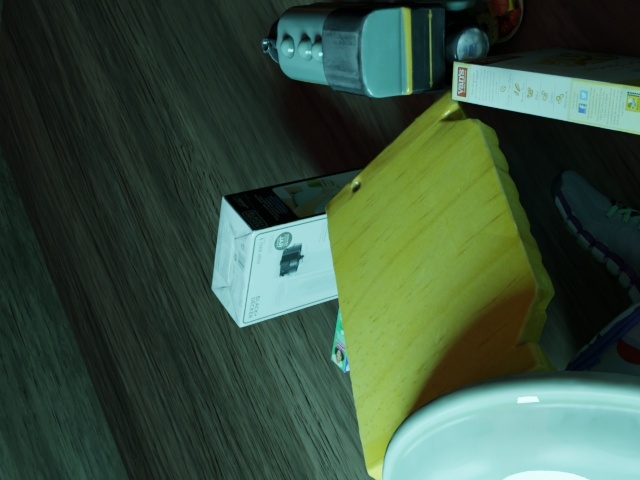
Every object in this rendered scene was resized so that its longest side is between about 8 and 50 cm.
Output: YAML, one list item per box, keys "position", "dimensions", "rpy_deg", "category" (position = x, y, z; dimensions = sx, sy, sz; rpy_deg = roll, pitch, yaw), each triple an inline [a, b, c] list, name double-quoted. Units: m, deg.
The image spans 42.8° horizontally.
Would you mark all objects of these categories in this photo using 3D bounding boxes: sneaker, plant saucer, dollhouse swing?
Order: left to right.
- position: [0.190, 0.093, 0.923]
  dimensions: [0.315, 0.305, 0.347]
  rpy_deg: [-42, 40, 34]
  category: "dollhouse swing"
- position: [0.238, 0.269, 0.685]
  dimensions: [0.400, 0.101, 0.401]
  rpy_deg: [11, 136, 11]
  category: "plant saucer"
- position: [0.341, -0.002, 0.847]
  dimensions: [0.224, 0.083, 0.098]
  rpy_deg: [53, 132, 13]
  category: "sneaker"

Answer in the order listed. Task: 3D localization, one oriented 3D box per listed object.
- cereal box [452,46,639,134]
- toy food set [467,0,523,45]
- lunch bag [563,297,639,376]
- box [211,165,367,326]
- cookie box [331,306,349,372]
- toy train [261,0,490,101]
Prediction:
- position: [0.271, -0.150, 0.793]
  dimensions: [0.240, 0.173, 0.047]
  rpy_deg: [25, 122, 49]
  category: "cereal box"
- position: [0.208, -0.278, 0.977]
  dimensions: [0.083, 0.020, 0.083]
  rpy_deg: [-8, 96, 57]
  category: "toy food set"
- position: [0.380, 0.190, 0.764]
  dimensions: [0.303, 0.115, 0.243]
  rpy_deg: [46, 137, 14]
  category: "lunch bag"
- position: [0.000, 0.000, 1.152]
  dimensions: [0.087, 0.289, 0.169]
  rpy_deg: [47, 139, 39]
  category: "box"
- position: [0.067, 0.142, 1.287]
  dimensions: [0.040, 0.091, 0.107]
  rpy_deg: [36, 131, 41]
  category: "cookie box"
- position: [0.059, -0.252, 1.037]
  dimensions: [0.334, 0.190, 0.142]
  rpy_deg: [29, 126, 56]
  category: "toy train"
